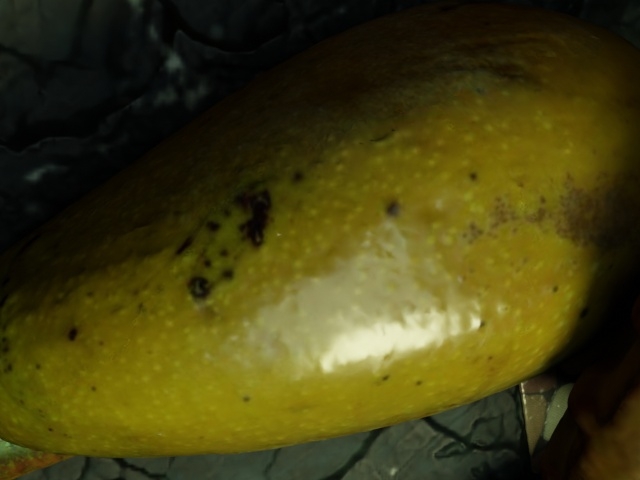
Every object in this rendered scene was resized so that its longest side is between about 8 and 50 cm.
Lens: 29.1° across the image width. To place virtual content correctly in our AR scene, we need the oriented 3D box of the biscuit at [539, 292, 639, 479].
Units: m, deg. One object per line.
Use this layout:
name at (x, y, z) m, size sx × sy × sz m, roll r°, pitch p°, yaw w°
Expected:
biscuit at (0.227, 0.017, 0.547) m, size 0.103 × 0.332 × 0.332 m, roll 40°, pitch 95°, yaw 20°

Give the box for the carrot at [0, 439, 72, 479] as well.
carrot at (-0.207, 0.096, 0.579) m, size 0.260 × 0.070 × 0.070 m, roll -15°, pitch 109°, yaw -11°

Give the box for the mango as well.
mango at (0.003, -0.003, 0.529) m, size 0.329 × 0.176 × 0.175 m, roll -16°, pitch 79°, yaw -18°

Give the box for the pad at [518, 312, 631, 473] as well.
pad at (0.218, 0.033, 0.701) m, size 0.235 × 0.003 × 0.158 m, roll -14°, pitch 109°, yaw -10°
